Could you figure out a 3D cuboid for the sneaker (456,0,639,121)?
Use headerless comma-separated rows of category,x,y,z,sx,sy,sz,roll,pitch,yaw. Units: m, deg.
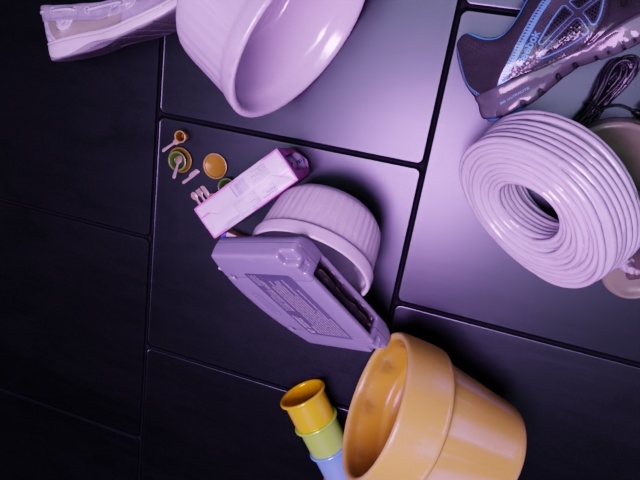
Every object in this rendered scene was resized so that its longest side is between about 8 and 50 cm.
sneaker,0.348,-0.300,0.696,0.341,0.125,0.139,-29,94,21

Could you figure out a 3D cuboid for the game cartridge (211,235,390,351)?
game cartridge,-0.033,0.090,0.863,0.198,0.062,0.297,4,147,41

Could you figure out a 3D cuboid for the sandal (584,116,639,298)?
sandal,0.441,-0.033,0.738,0.120,0.086,0.302,-10,116,31

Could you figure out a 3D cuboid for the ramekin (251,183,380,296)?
ramekin,0.000,0.000,0.853,0.207,0.108,0.207,19,153,10

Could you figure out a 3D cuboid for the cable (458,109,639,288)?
cable,0.307,-0.053,0.722,0.089,0.257,0.257,-38,116,-14

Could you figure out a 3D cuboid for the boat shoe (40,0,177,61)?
boat shoe,-0.342,-0.387,0.882,0.321,0.118,0.102,-6,108,25

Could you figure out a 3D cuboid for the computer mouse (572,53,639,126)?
computer mouse,0.479,-0.124,0.743,0.262,0.060,0.184,36,112,4

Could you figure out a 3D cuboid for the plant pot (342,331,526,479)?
plant pot,0.193,0.313,0.871,0.239,0.254,0.253,23,112,-6

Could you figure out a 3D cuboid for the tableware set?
tableware set,-0.226,-0.133,0.970,0.104,0.024,0.154,-31,95,22

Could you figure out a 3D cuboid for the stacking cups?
stacking cups,0.026,0.433,1.022,0.096,0.096,0.316,-20,99,21

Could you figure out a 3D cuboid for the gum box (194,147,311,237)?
gum box,-0.109,-0.088,0.893,0.189,0.107,0.062,-33,95,16

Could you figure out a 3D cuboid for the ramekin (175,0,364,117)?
ramekin,-0.070,-0.325,0.739,0.135,0.277,0.277,44,113,9

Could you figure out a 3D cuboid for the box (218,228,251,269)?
box,-0.135,0.035,0.991,0.136,0.028,0.081,20,111,8
